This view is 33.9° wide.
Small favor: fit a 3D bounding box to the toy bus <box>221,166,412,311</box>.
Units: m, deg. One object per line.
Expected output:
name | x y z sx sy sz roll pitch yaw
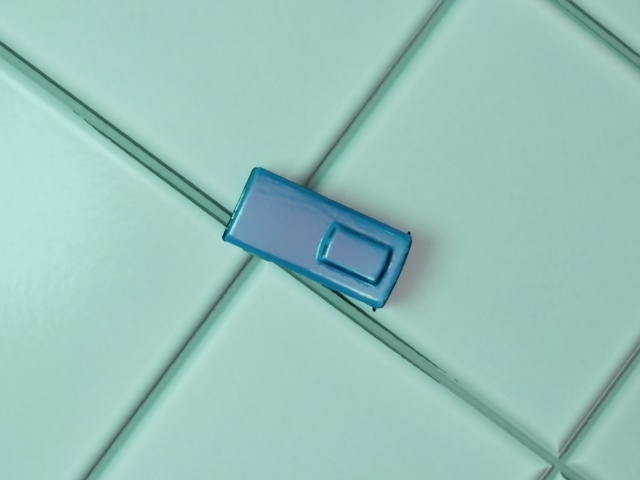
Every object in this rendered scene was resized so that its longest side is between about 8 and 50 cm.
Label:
toy bus | 0.000 0.000 1.061 0.185 0.106 0.090 24 88 -5
